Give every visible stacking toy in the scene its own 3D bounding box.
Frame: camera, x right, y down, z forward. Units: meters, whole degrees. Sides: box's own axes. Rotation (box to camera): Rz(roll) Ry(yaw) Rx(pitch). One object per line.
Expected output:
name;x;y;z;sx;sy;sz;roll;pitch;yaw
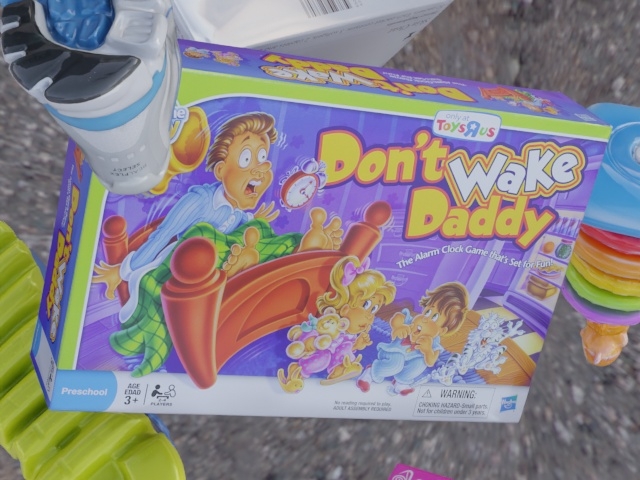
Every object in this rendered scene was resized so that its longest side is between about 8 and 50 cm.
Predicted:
stacking toy;0.305;0.022;1.357;0.166;0.302;0.175;13;47;9

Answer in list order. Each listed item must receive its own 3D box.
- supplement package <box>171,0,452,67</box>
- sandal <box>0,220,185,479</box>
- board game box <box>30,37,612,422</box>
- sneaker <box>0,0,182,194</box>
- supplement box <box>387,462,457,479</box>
supplement package;-0.065;-0.214;1.038;0.262;0.145;0.204;-21;79;-39
sandal;-0.212;0.108;1.014;0.126;0.138;0.317;-37;76;-3
board game box;0.000;0.000;0.901;0.347;0.078;0.233;4;112;-23
sneaker;-0.089;-0.094;0.525;0.071;0.083;0.190;-11;50;3
supplement box;0.127;0.341;1.352;0.111;0.220;0.114;12;54;33
